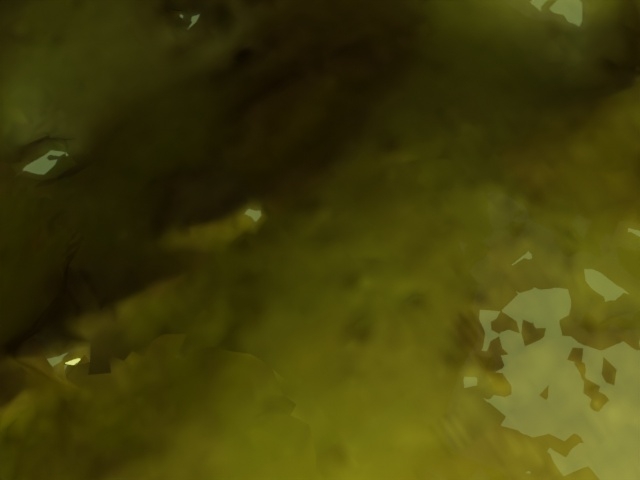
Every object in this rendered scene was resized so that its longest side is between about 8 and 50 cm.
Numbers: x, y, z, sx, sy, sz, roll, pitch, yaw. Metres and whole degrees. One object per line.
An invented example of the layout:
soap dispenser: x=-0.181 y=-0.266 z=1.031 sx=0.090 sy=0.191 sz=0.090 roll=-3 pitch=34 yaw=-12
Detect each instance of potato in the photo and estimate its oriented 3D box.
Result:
potato: x=0.000 y=0.000 z=0.613 sx=0.442 sy=0.385 sz=0.319 roll=-38 pitch=101 yaw=-21
